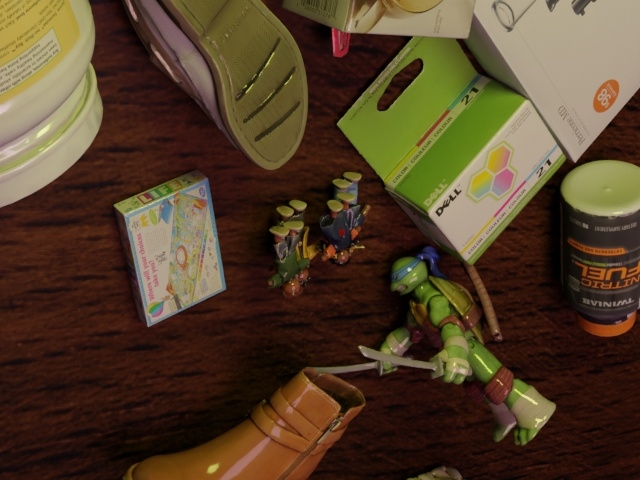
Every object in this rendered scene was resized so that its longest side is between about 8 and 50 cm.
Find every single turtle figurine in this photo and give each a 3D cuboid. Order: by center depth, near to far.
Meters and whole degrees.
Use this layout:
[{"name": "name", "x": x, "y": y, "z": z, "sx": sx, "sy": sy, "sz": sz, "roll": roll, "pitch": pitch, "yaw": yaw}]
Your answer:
[{"name": "turtle figurine", "x": 0.144, "y": 0.171, "z": 1.611, "sx": 0.198, "sy": 0.266, "sz": 0.275, "roll": -41, "pitch": -172, "yaw": 45}]

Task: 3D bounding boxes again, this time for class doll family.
[{"name": "doll family", "x": 0.000, "y": 0.000, "z": 1.487, "sx": 0.193, "sy": 0.076, "sz": 0.111, "roll": -25, "pitch": 126, "yaw": -29}]

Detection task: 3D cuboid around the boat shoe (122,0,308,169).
[{"name": "boat shoe", "x": -0.106, "y": -0.196, "z": 1.246, "sx": 0.113, "sy": 0.103, "sz": 0.302, "roll": -49, "pitch": 137, "yaw": -22}]

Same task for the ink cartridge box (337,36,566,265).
[{"name": "ink cartridge box", "x": 0.160, "y": -0.117, "z": 1.524, "sx": 0.189, "sy": 0.097, "sz": 0.255, "roll": -48, "pitch": 137, "yaw": -3}]

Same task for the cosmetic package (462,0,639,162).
[{"name": "cosmetic package", "x": 0.300, "y": -0.310, "z": 1.518, "sx": 0.284, "sy": 0.097, "sz": 0.377, "roll": -48, "pitch": 137, "yaw": -1}]

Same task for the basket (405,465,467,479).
[{"name": "basket", "x": 0.158, "y": 0.556, "z": 1.801, "sx": 0.266, "sy": 0.328, "sz": 0.331, "roll": -14, "pitch": 125, "yaw": -36}]

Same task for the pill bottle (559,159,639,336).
[{"name": "pill bottle", "x": 0.404, "y": 0.019, "z": 1.792, "sx": 0.130, "sy": 0.130, "sz": 0.246, "roll": -28, "pitch": 132, "yaw": -23}]

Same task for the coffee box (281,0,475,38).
[{"name": "coffee box", "x": 0.081, "y": -0.361, "z": 1.262, "sx": 0.168, "sy": 0.119, "sz": 0.297, "roll": -3, "pitch": 113, "yaw": -37}]

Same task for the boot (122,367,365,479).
[{"name": "boot", "x": -0.082, "y": 0.245, "z": 1.514, "sx": 0.220, "sy": 0.109, "sz": 0.283, "roll": -46, "pitch": 144, "yaw": 19}]

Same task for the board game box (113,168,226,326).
[{"name": "board game box", "x": -0.162, "y": 0.009, "z": 1.390, "sx": 0.103, "sy": 0.026, "sz": 0.154, "roll": -26, "pitch": 131, "yaw": -25}]

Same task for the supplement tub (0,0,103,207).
[{"name": "supplement tub", "x": -0.314, "y": -0.206, "z": 0.968, "sx": 0.241, "sy": 0.241, "sz": 0.331, "roll": -33, "pitch": 133, "yaw": -19}]

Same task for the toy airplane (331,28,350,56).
[{"name": "toy airplane", "x": 0.041, "y": -0.277, "z": 1.369, "sx": 0.151, "sy": 0.028, "sz": 0.151, "roll": -17, "pitch": 120, "yaw": -32}]
